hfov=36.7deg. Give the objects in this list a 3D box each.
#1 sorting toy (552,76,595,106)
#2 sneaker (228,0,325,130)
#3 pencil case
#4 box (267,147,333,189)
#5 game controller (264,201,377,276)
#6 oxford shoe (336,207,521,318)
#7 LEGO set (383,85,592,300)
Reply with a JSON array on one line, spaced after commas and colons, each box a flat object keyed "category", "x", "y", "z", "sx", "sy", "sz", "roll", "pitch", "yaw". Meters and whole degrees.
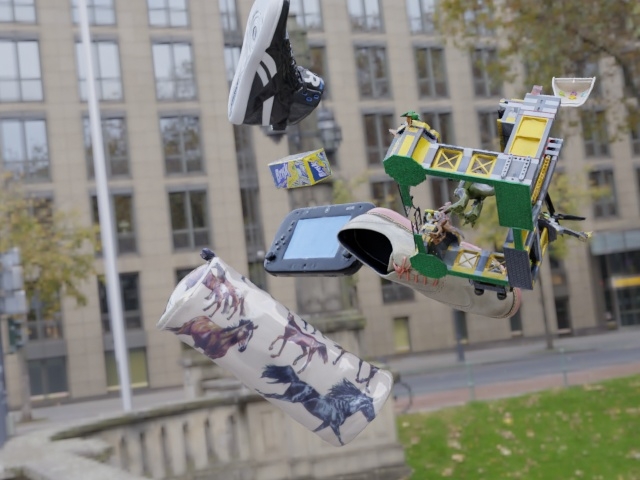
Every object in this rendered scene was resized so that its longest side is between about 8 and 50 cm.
[{"category": "sorting toy", "x": 0.503, "y": -0.291, "z": 1.928, "sx": 0.083, "sy": 0.045, "sz": 0.075, "roll": 4, "pitch": 41, "yaw": 21}, {"category": "sneaker", "x": -0.044, "y": -0.239, "z": 1.287, "sx": 0.121, "sy": 0.079, "sz": 0.217, "roll": 5, "pitch": -40, "yaw": -18}, {"category": "pencil case", "x": -0.071, "y": 0.188, "z": 1.622, "sx": 0.410, "sy": 0.160, "sz": 0.183, "roll": 35, "pitch": 9, "yaw": -11}, {"category": "box", "x": -0.042, "y": -0.141, "z": 1.929, "sx": 0.054, "sy": 0.059, "sz": 0.169, "roll": -25, "pitch": 10, "yaw": -24}, {"category": "game controller", "x": 0.000, "y": 0.000, "z": 2.055, "sx": 0.067, "sy": 0.167, "sz": 0.319, "roll": 26, "pitch": -18, "yaw": -36}, {"category": "oxford shoe", "x": 0.180, "y": 0.054, "z": 1.690, "sx": 0.348, "sy": 0.123, "sz": 0.130, "roll": 24, "pitch": 26, "yaw": 31}, {"category": "LEGO set", "x": 0.238, "y": -0.087, "z": 1.389, "sx": 0.255, "sy": 0.192, "sz": 0.331, "roll": 6, "pitch": -37, "yaw": 31}]
